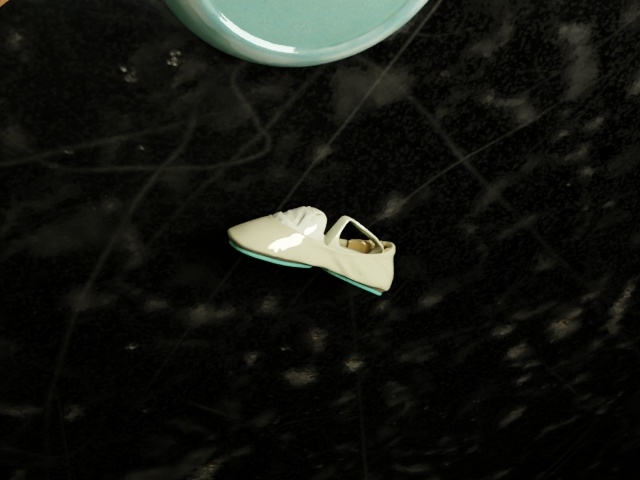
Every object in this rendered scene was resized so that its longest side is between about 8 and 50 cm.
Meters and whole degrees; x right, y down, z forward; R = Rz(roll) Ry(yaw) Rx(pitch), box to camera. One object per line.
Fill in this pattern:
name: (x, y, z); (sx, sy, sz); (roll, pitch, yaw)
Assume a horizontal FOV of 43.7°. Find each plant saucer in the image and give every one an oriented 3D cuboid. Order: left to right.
plant saucer: (-0.002, -0.283, 0.710); (0.317, 0.044, 0.318); (-12, 137, -12)

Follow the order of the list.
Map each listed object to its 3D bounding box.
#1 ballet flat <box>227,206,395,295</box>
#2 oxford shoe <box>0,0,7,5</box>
ballet flat: (0.000, 0.000, 0.989); (0.248, 0.086, 0.086); (19, 125, -38)
oxford shoe: (-0.237, -0.257, 0.635); (0.212, 0.076, 0.076); (-37, 165, 15)
